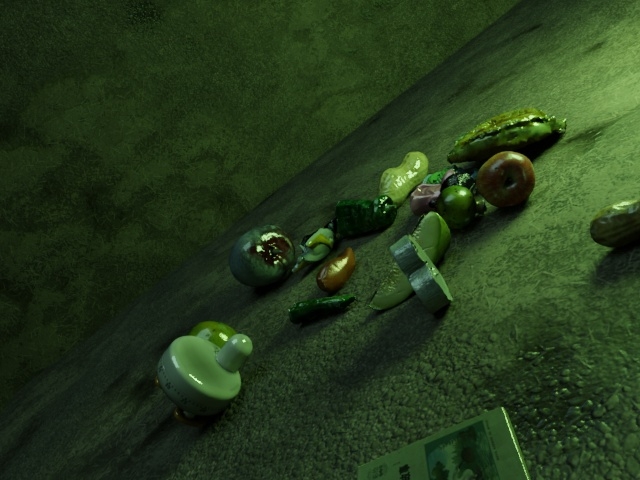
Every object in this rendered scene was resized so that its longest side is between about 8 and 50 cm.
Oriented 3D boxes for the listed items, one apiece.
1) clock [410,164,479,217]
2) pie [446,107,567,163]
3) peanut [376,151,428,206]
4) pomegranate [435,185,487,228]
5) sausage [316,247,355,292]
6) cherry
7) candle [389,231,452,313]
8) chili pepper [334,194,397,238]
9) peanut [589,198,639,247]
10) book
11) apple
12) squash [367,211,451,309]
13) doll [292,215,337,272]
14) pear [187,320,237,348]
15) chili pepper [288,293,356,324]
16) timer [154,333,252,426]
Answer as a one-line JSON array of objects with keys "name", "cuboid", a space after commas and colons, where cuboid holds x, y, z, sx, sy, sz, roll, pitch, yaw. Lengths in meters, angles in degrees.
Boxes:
[{"name": "clock", "cuboid": [0.387, -0.157, 1.736, 0.195, 0.100, 0.194, -13, 28, 49]}, {"name": "pie", "cuboid": [0.551, -0.320, 1.748, 0.354, 0.103, 0.288, -18, 11, 16]}, {"name": "peanut", "cuboid": [0.287, -0.218, 2.038, 0.274, 0.125, 0.111, -46, 1, -25]}, {"name": "pomegranate", "cuboid": [0.375, -0.087, 1.571, 0.130, 0.130, 0.130, -33, 18, 12]}, {"name": "sausage", "cuboid": [0.052, 0.095, 1.784, 0.089, 0.089, 0.179, -15, 25, 50]}, {"name": "cherry", "cuboid": [-0.222, 0.062, 2.164, 0.255, 0.218, 0.296, -49, 10, -35]}, {"name": "candle", "cuboid": [0.242, 0.081, 1.352, 0.068, 0.192, 0.168, -34, -26, 13]}, {"name": "chili pepper", "cuboid": [0.161, -0.089, 1.970, 0.270, 0.099, 0.136, -9, 66, 49]}, {"name": "peanut", "cuboid": [0.604, -0.046, 1.074, 0.192, 0.089, 0.089, -20, 24, 32]}, {"name": "book", "cuboid": [0.181, 0.385, 0.886, 0.282, 0.025, 0.215, -31, 20, 15]}, {"name": "apple", "cuboid": [0.478, -0.157, 1.491, 0.146, 0.146, 0.131, -34, 0, 11]}, {"name": "squash", "cuboid": [0.228, 0.068, 1.455, 0.252, 0.093, 0.169, -45, -25, -25]}, {"name": "doll", "cuboid": [-0.001, 0.004, 2.064, 0.145, 0.103, 0.316, -29, 13, 40]}, {"name": "pear", "cuboid": [-0.319, 0.343, 1.756, 0.180, 0.166, 0.216, -33, 40, -28]}, {"name": "chili pepper", "cuboid": [0.014, 0.187, 1.659, 0.227, 0.059, 0.088, -20, 12, 35]}, {"name": "timer", "cuboid": [-0.314, 0.350, 1.565, 0.240, 0.233, 0.233, -51, 14, 15]}]
